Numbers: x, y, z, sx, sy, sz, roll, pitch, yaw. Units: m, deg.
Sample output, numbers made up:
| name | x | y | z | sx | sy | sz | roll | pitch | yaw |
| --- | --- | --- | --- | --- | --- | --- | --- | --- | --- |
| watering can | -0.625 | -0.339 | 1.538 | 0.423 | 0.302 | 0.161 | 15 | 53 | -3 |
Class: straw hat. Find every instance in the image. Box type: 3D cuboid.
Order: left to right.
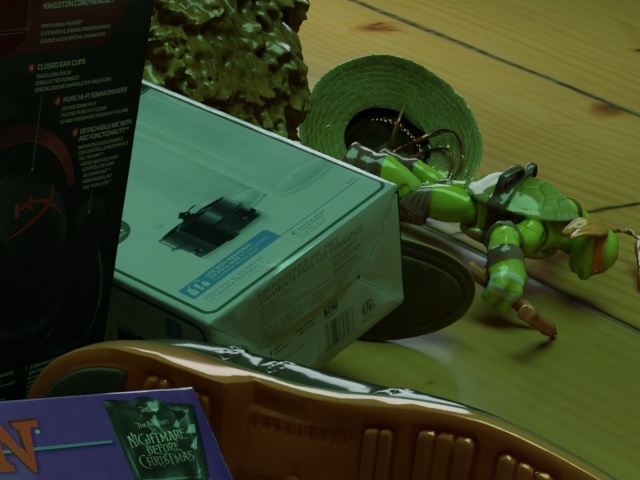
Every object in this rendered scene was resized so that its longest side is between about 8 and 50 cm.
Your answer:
| name | x | y | z | sx | sy | sz | roll | pitch | yaw |
| --- | --- | --- | --- | --- | --- | --- | --- | --- | --- |
| straw hat | 0.050 | -0.070 | 1.554 | 0.144 | 0.144 | 0.061 | 9 | -19 | -4 |

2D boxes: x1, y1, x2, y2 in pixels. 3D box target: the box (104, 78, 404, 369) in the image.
| name | x | y | z | sx | sy | sz | roll | pitch | yaw |
| --- | --- | --- | --- | --- | --- | --- | --- | --- | --- |
| box | -0.113 | -0.007 | 1.189 | 0.290 | 0.087 | 0.169 | 25 | 45 | 35 |

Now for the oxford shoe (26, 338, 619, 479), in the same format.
| name | x | y | z | sx | sy | sz | roll | pitch | yaw |
| --- | --- | --- | --- | --- | --- | --- | --- | --- | --- |
| oxford shoe | 0.043 | 0.119 | 0.941 | 0.364 | 0.130 | 0.133 | 20 | 14 | 21 |

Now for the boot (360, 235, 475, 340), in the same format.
| name | x | y | z | sx | sy | sz | roll | pitch | yaw |
| --- | --- | --- | --- | --- | --- | --- | --- | --- | --- |
| boot | 0.000 | 0.000 | 1.322 | 0.197 | 0.073 | 0.152 | 8 | 20 | -6 |

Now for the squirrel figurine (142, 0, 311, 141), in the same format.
| name | x | y | z | sx | sy | sz | roll | pitch | yaw |
| --- | --- | --- | --- | --- | --- | --- | --- | --- | --- |
| squirrel figurine | -0.195 | -0.178 | 1.446 | 0.397 | 0.281 | 0.370 | 11 | 25 | 9 |

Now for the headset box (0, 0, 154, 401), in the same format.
| name | x | y | z | sx | sy | sz | roll | pitch | yaw |
| --- | --- | --- | --- | --- | --- | --- | --- | --- | --- |
| headset box | -0.202 | -0.024 | 0.954 | 0.110 | 0.293 | 0.218 | 24 | 24 | 33 |

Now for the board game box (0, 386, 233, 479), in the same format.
| name | x | y | z | sx | sy | sz | roll | pitch | yaw |
| --- | --- | --- | --- | --- | --- | --- | --- | --- | --- |
| board game box | -0.168 | 0.156 | 0.709 | 0.347 | 0.056 | 0.208 | -3 | 46 | -33 |

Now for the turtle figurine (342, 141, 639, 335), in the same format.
| name | x | y | z | sx | sy | sz | roll | pitch | yaw |
| --- | --- | --- | --- | --- | --- | --- | --- | --- | --- |
| turtle figurine | 0.120 | -0.015 | 1.406 | 0.217 | 0.087 | 0.269 | 18 | 21 | 20 |
